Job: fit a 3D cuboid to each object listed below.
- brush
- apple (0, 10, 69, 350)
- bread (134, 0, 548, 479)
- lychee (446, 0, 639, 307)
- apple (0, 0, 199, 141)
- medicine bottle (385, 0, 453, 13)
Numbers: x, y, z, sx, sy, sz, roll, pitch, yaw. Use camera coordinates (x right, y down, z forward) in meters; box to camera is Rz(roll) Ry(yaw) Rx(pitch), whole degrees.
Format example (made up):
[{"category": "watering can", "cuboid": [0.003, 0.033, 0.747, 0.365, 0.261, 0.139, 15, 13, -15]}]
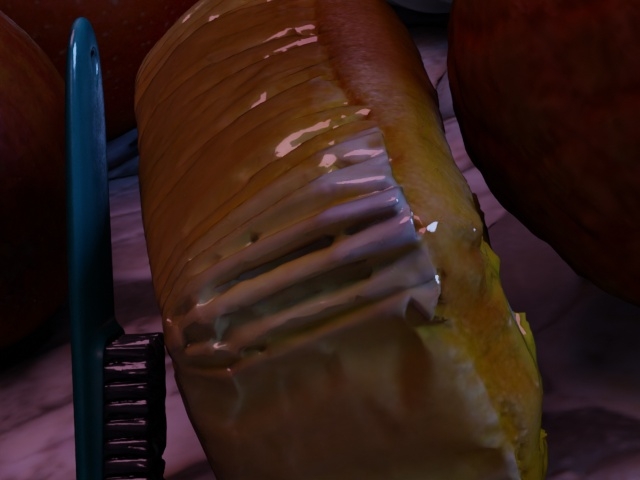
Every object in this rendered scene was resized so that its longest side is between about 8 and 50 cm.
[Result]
[{"category": "brush", "cuboid": [-0.069, 0.020, 0.620, 0.032, 0.193, 0.043, 1, 7, 7]}, {"category": "apple", "cuboid": [-0.192, -0.027, 0.799, 0.160, 0.173, 0.195, 6, 37, 43]}, {"category": "bread", "cuboid": [0.000, 0.000, 0.656, 0.119, 0.152, 0.288, -22, 24, 2]}, {"category": "lychee", "cuboid": [0.159, -0.094, 0.641, 0.300, 0.255, 0.255, 37, 47, 13]}, {"category": "apple", "cuboid": [-0.162, -0.168, 0.992, 0.217, 0.260, 0.260, 4, 27, 1]}, {"category": "medicine bottle", "cuboid": [0.021, -0.230, 1.106, 0.158, 0.158, 0.318, -28, 28, -24]}]
